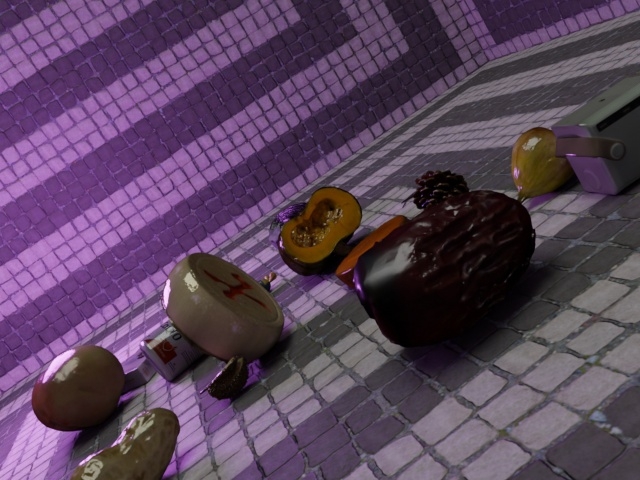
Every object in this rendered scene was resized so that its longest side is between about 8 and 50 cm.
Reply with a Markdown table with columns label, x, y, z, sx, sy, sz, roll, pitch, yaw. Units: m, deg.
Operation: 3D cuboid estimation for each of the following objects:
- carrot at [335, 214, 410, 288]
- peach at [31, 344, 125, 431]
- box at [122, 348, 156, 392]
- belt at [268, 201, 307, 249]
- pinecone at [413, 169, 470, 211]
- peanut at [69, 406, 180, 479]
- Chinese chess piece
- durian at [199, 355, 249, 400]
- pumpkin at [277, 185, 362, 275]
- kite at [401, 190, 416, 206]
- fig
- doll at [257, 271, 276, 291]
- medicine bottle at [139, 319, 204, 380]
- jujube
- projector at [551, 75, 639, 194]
| label | x | y | z | sx | sy | sz | roll | pitch | yaw |
| --- | --- | --- | --- | --- | --- | --- | --- | --- | --- |
| carrot | 0.161 | 0.039 | 1.823 | 0.258 | 0.100 | 0.307 | -40 | 7 | -23 |
| peach | -0.764 | 0.468 | 2.070 | 0.292 | 0.247 | 0.292 | -26 | 5 | 2 |
| box | -0.609 | 0.423 | 2.279 | 0.149 | 0.067 | 0.233 | -29 | 13 | 27 |
| belt | -0.077 | -0.032 | 2.509 | 0.289 | 0.164 | 0.184 | -7 | 55 | 60 |
| pinecone | 0.336 | -0.115 | 1.824 | 0.174 | 0.173 | 0.173 | -31 | 13 | 8 |
| peanut | -0.421 | 0.487 | 1.388 | 0.140 | 0.153 | 0.325 | -11 | 32 | 49 |
| Chinese chess piece | -0.256 | 0.177 | 1.742 | 0.140 | 0.338 | 0.338 | -52 | 8 | 14 |
| durian | -0.225 | 0.347 | 1.600 | 0.140 | 0.071 | 0.110 | -38 | -22 | -7 |
| pumpkin | 0.000 | 0.000 | 2.159 | 0.325 | 0.242 | 0.232 | -44 | -13 | -27 |
| kite | 0.360 | -0.177 | 2.297 | 0.183 | 0.010 | 0.160 | -27 | 14 | 23 |
| fig | 0.518 | -0.151 | 1.588 | 0.257 | 0.159 | 0.159 | -57 | 19 | -14 |
| doll | -0.233 | 0.168 | 2.270 | 0.179 | 0.089 | 0.102 | -43 | 7 | -33 |
| medicine bottle | -0.409 | 0.294 | 2.067 | 0.289 | 0.157 | 0.157 | -39 | 14 | -23 |
| jujube | 0.230 | 0.053 | 1.251 | 0.377 | 0.258 | 0.258 | -25 | 9 | -22 |
| projector | 0.633 | -0.220 | 1.415 | 0.242 | 0.177 | 0.163 | -33 | 10 | -4 |
